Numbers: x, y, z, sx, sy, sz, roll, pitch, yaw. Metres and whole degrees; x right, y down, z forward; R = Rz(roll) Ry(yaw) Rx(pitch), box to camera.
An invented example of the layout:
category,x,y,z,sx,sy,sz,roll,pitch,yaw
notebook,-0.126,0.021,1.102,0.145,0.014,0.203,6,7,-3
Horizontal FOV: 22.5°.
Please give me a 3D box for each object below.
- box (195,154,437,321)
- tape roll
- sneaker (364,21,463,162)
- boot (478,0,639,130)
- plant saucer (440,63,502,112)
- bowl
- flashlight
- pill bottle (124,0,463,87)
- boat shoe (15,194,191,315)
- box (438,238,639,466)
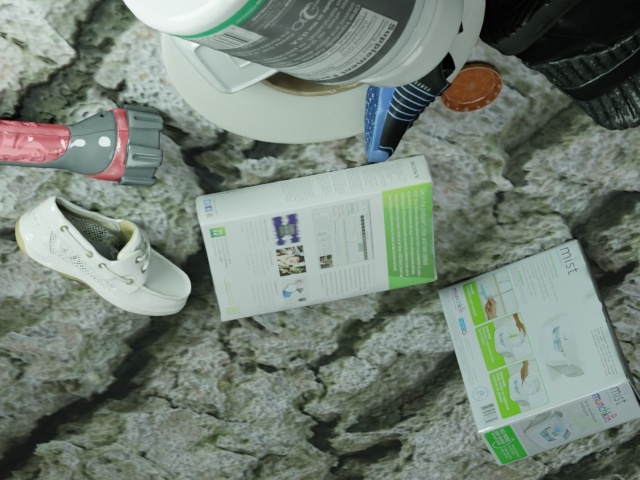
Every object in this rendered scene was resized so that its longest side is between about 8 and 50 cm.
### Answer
category,x,y,z,sx,sy,sz,roll,pitch,yaw
box,0.000,0.000,2.254,0.322,0.058,0.232,-9,142,-2
tape roll,0.001,-0.267,1.908,0.392,0.072,0.392,-8,141,-6
sneaker,0.108,-0.180,1.924,0.091,0.081,0.232,2,139,-9
boot,0.389,-0.288,1.938,0.260,0.131,0.348,27,138,-31
plant saucer,0.195,-0.200,2.093,0.084,0.013,0.083,-8,142,-6
bowl,-0.091,-0.228,1.831,0.142,0.053,0.142,-25,138,15
flashlight,-0.348,-0.125,1.965,0.304,0.103,0.103,4,112,-19
pill bottle,-0.021,-0.270,1.617,0.204,0.204,0.361,-36,154,27
boat shoe,-0.271,0.019,2.164,0.277,0.098,0.096,25,129,-37
box,0.323,0.162,2.381,0.231,0.262,0.126,-21,142,9
